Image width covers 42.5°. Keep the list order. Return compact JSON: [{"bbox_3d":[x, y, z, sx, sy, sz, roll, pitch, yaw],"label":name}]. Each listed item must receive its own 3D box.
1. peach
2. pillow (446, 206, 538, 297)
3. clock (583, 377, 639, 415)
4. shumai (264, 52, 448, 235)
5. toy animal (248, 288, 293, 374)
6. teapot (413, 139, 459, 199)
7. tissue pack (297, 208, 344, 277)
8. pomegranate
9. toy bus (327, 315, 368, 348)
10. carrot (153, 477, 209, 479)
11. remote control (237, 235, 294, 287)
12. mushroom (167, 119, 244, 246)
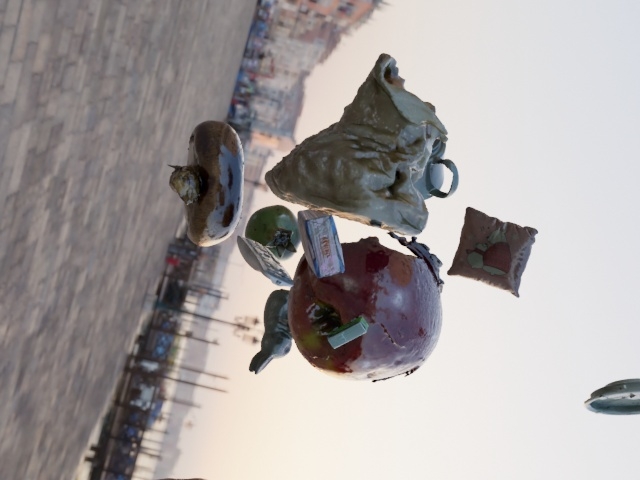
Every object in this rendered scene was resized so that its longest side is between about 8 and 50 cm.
[{"bbox_3d":[0.111,0.155,1.912,0.416,0.339,0.353,-20,104,-57],"label":"peach"},{"bbox_3d":[0.512,0.036,2.449,0.084,0.236,0.223,-19,127,-69],"label":"pillow"},{"bbox_3d":[0.768,0.381,2.025,0.236,0.236,0.053,119,-25,-63],"label":"clock"},{"bbox_3d":[0.058,-0.160,1.314,0.314,0.267,0.262,15,-91,56],"label":"shumai"},{"bbox_3d":[-0.114,0.246,2.191,0.138,0.108,0.236,16,-94,53],"label":"toy animal"},{"bbox_3d":[0.196,-0.180,1.683,0.239,0.162,0.149,50,-30,27],"label":"teapot"},{"bbox_3d":[0.000,0.000,1.575,0.155,0.065,0.116,-133,-150,-77],"label":"tissue pack"},{"bbox_3d":[-0.131,-0.012,2.453,0.224,0.181,0.182,-146,-110,-67],"label":"pomegranate"},{"bbox_3d":[0.053,0.182,1.619,0.083,0.031,0.037,-30,-166,19],"label":"toy bus"},{"bbox_3d":[-0.281,0.529,1.696,0.087,0.193,0.087,-22,-123,39],"label":"carrot"},{"bbox_3d":[-0.115,0.042,1.578,0.044,0.073,0.229,-56,-153,6],"label":"remote control"},{"bbox_3d":[-0.255,-0.133,1.933,0.278,0.163,0.297,-49,142,-83],"label":"mushroom"}]
